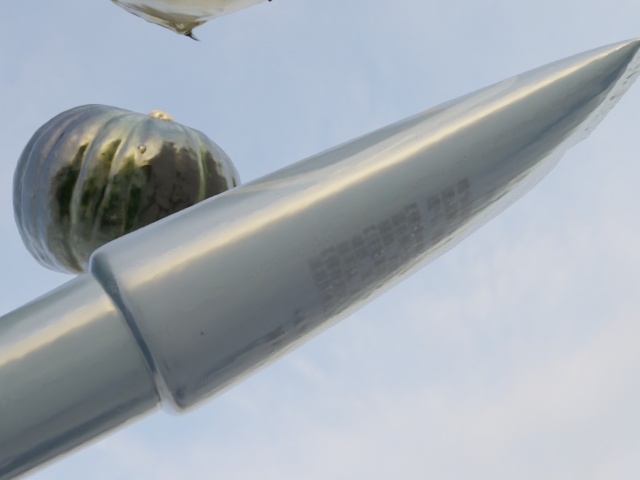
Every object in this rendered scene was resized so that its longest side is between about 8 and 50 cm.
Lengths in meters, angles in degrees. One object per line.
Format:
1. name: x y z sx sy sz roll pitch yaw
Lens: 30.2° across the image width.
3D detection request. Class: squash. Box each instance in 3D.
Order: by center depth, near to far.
1. squash: -0.172 -0.035 1.072 0.218 0.218 0.172 41 -114 -48

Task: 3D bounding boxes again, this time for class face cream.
1. face cream: 0.000 0.000 0.570 0.385 0.086 0.135 -27 -14 -17

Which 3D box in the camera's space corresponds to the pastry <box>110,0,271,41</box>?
1. pastry: -0.082 -0.258 0.732 0.133 0.265 0.265 -21 -48 -38
